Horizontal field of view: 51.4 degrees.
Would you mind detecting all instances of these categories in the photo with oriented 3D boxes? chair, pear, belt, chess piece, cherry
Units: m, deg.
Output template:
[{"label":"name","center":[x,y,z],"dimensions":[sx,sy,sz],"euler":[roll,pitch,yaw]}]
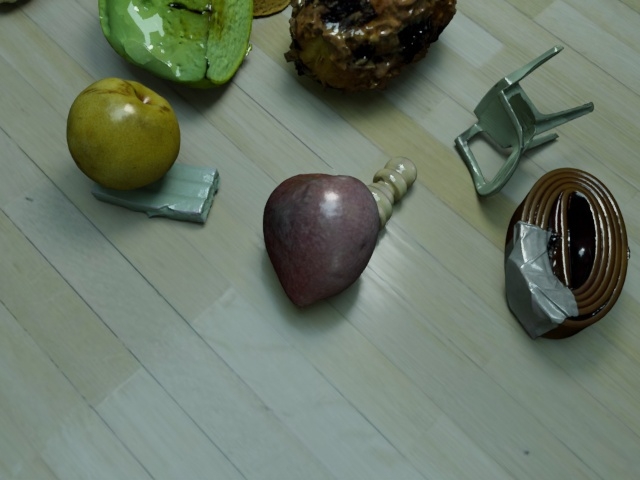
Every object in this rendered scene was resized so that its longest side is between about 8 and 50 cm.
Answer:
[{"label":"chair","center":[0.404,-0.234,1.367],"dimensions":[0.274,0.203,0.191],"euler":[-30,81,-22]},{"label":"pear","center":[-0.321,-0.504,1.431],"dimensions":[0.317,0.238,0.343],"euler":[8,97,15]},{"label":"belt","center":[0.468,0.025,1.287],"dimensions":[0.217,0.122,0.339],"euler":[13,64,1]},{"label":"chess piece","center":[0.131,-0.107,1.348],"dimensions":[0.094,0.094,0.170],"euler":[34,63,12]},{"label":"cherry","center":[0.005,-0.009,1.229],"dimensions":[0.206,0.239,0.239],"euler":[-24,67,-39]},{"label":"pear","center":[-0.372,-0.192,1.251],"dimensions":[0.208,0.209,0.209],"euler":[1,64,-3]}]

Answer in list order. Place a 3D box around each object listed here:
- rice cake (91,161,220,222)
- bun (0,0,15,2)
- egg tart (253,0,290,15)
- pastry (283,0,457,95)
[{"label":"rice cake","center":[-0.330,-0.110,1.341],"dimensions":[0.236,0.043,0.127],"euler":[13,64,5]},{"label":"bun","center":[-0.751,-0.645,1.510],"dimensions":[0.259,0.160,0.259],"euler":[10,57,-16]},{"label":"egg tart","center":[-0.156,-0.641,1.550],"dimensions":[0.202,0.147,0.203],"euler":[1,67,-2]},{"label":"pastry","center":[0.121,-0.494,1.396],"dimensions":[0.405,0.337,0.292],"euler":[-36,79,-18]}]
